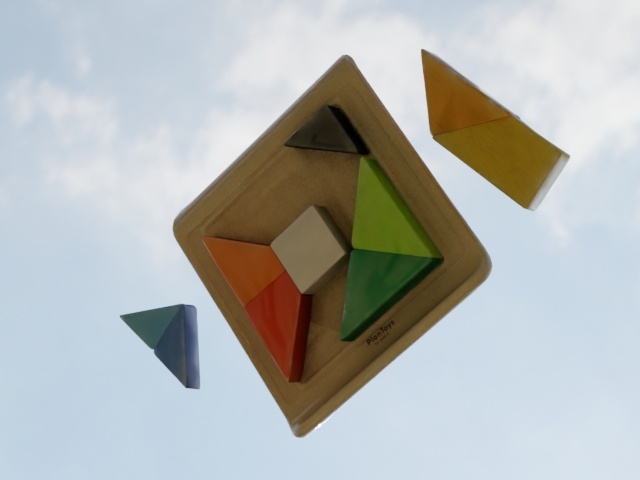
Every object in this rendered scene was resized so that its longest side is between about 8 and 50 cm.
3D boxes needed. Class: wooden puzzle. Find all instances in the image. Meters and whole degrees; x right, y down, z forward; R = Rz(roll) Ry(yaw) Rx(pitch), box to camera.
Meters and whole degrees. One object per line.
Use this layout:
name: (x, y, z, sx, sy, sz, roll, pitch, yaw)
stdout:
wooden puzzle: (0.000, 0.000, 0.428, 0.116, 0.014, 0.078, -49, -121, 19)
